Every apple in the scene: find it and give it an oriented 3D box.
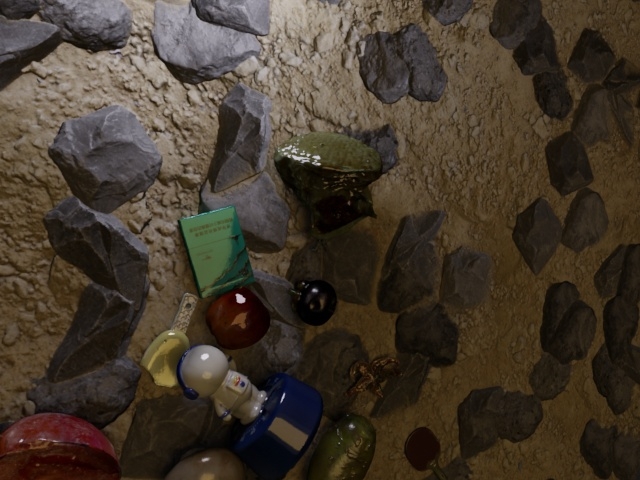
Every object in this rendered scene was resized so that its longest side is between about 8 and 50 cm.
[{"bbox_3d":[-0.225,0.220,1.397,0.158,0.147,0.156,-41,141,-27],"label":"apple"}]

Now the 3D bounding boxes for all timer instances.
[{"bbox_3d":[-0.213,0.416,1.360,0.383,0.270,0.270,41,74,-14],"label":"timer"}]

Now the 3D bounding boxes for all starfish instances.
[{"bbox_3d":[0.164,0.444,1.652,0.209,0.053,0.150,-31,91,-17],"label":"starfish"}]

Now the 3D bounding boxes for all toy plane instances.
[{"bbox_3d":[0.001,0.001,1.567,0.084,0.024,0.078,-54,129,-15],"label":"toy plane"}]

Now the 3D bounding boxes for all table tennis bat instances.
[{"bbox_3d":[0.375,0.749,1.766,0.131,0.022,0.234,-40,106,-20],"label":"table tennis bat"}]

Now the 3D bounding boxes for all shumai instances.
[{"bbox_3d":[0.013,-0.140,1.494,0.330,0.292,0.288,2,126,-20],"label":"shumai"}]

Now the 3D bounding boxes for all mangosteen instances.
[{"bbox_3d":[-0.027,0.177,1.513,0.151,0.137,0.137,24,79,10],"label":"mangosteen"}]

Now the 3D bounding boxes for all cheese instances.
[{"bbox_3d":[-0.393,0.265,1.372,0.127,0.050,0.255,21,82,-24],"label":"cheese"}]

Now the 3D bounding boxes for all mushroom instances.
[{"bbox_3d":[-0.310,0.638,1.362,0.226,0.178,0.226,-11,127,-15],"label":"mushroom"}]

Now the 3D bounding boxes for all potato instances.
[{"bbox_3d":[0.061,0.668,1.552,0.176,0.141,0.298,36,83,-8],"label":"potato"}]

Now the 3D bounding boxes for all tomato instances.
[{"bbox_3d":[-0.627,0.503,1.203,0.309,0.170,0.309,-15,133,-17],"label":"tomato"}]

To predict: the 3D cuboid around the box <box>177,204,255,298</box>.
[{"bbox_3d":[-0.287,0.031,1.420,0.161,0.042,0.226,-18,99,-23],"label":"box"}]
